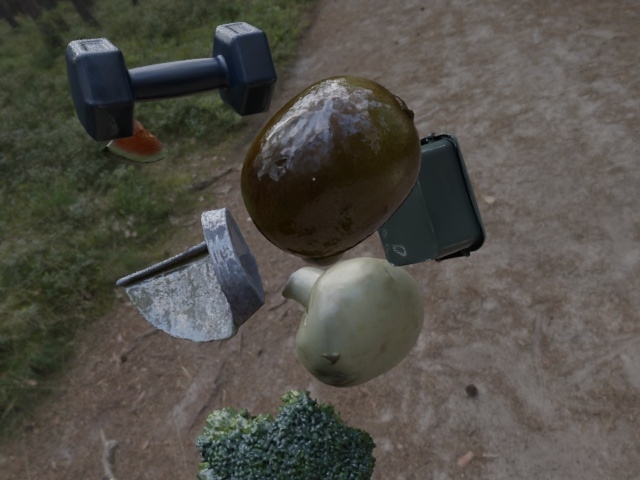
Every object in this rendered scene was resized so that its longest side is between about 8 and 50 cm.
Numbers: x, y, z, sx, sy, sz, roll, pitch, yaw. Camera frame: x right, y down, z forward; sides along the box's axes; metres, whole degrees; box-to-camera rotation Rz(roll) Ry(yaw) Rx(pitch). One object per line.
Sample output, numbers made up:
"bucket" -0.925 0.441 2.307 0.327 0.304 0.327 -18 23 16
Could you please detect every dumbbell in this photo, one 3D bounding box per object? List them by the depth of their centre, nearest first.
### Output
"dumbbell" -0.234 -0.260 0.869 0.316 0.156 0.144 -17 68 -26

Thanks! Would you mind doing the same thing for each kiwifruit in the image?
"kiwifruit" 0.015 -0.091 0.664 0.234 0.196 0.196 -34 25 27

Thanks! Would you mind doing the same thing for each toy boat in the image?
"toy boat" -0.251 0.099 1.160 0.293 0.111 0.276 -43 67 3

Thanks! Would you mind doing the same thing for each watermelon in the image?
"watermelon" -0.386 -0.199 1.089 0.125 0.094 0.135 20 15 9

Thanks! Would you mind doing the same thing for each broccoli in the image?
"broccoli" -0.086 0.472 1.155 0.317 0.277 0.338 -16 3 43

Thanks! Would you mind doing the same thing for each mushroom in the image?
"mushroom" 0.052 0.153 1.234 0.314 0.315 0.336 -39 44 -18

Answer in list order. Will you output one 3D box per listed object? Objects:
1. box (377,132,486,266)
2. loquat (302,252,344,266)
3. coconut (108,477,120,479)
"box" 0.185 -0.068 1.004 0.135 0.244 0.163 -17 2 -40
"loquat" 0.000 0.000 1.448 0.152 0.152 0.195 -25 -2 3
"coconut" -0.269 0.360 0.615 0.161 0.161 0.162 9 55 45
